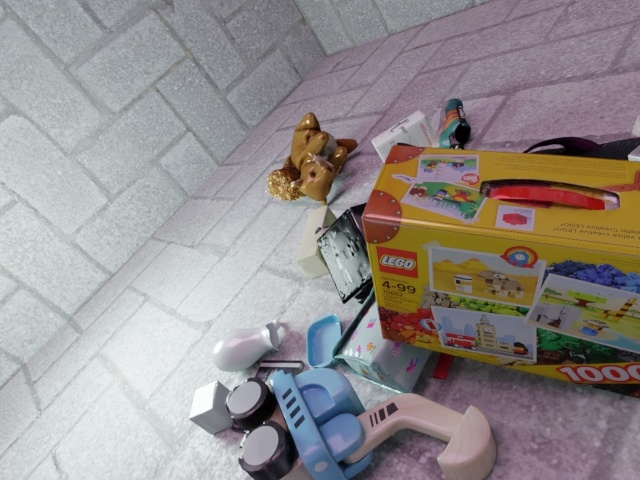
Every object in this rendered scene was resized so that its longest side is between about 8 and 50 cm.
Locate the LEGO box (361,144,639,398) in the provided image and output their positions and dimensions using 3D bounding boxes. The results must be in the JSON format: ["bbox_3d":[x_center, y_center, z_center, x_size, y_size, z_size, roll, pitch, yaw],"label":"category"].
[{"bbox_3d":[0.355,0.054,0.764,0.500,0.372,0.193,9,51,22],"label":"LEGO box"}]

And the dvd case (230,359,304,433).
[{"bbox_3d":[-0.148,0.440,1.264,0.164,0.018,0.221,-12,40,38],"label":"dvd case"}]

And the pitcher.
[{"bbox_3d":[-0.227,0.325,1.419,0.207,0.125,0.178,-24,9,9],"label":"pitcher"}]

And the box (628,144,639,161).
[{"bbox_3d":[0.737,-0.117,0.916,0.103,0.203,0.114,-39,29,-3],"label":"box"}]

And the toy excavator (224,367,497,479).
[{"bbox_3d":[0.068,0.395,0.947,0.445,0.222,0.433,-32,32,-8],"label":"toy excavator"}]

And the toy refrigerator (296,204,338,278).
[{"bbox_3d":[0.000,0.000,1.614,0.094,0.102,0.269,-20,35,27],"label":"toy refrigerator"}]

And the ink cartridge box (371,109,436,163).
[{"bbox_3d":[0.329,-0.369,1.709,0.218,0.158,0.092,-30,31,12],"label":"ink cartridge box"}]

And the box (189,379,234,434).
[{"bbox_3d":[-0.307,0.482,1.288,0.087,0.101,0.102,-27,32,16],"label":"box"}]

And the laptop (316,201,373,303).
[{"bbox_3d":[0.147,0.023,1.329,0.264,0.136,0.234,-46,54,34],"label":"laptop"}]

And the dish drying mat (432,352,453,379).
[{"bbox_3d":[0.288,0.284,1.035,0.032,0.008,0.083,-2,45,43],"label":"dish drying mat"}]

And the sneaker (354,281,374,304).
[{"bbox_3d":[0.178,0.119,1.322,0.089,0.051,0.170,8,56,44],"label":"sneaker"}]

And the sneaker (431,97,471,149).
[{"bbox_3d":[0.508,-0.421,1.656,0.121,0.108,0.302,-6,51,40],"label":"sneaker"}]

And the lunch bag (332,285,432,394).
[{"bbox_3d":[0.151,0.234,1.102,0.223,0.160,0.262,-54,17,-19],"label":"lunch bag"}]

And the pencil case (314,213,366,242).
[{"bbox_3d":[0.190,-0.063,1.446,0.410,0.160,0.183,-30,38,14],"label":"pencil case"}]

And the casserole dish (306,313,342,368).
[{"bbox_3d":[0.016,0.292,1.275,0.114,0.037,0.188,-27,33,16],"label":"casserole dish"}]

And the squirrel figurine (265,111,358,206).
[{"bbox_3d":[-0.047,-0.293,1.958,0.397,0.281,0.370,-34,39,34],"label":"squirrel figurine"}]

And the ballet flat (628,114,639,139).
[{"bbox_3d":[0.871,-0.314,1.160,0.221,0.079,0.077,-44,34,-10],"label":"ballet flat"}]

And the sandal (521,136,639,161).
[{"bbox_3d":[0.666,-0.225,1.209,0.446,0.107,0.167,-4,45,51],"label":"sandal"}]

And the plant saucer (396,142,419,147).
[{"bbox_3d":[0.374,-0.225,1.402,0.310,0.310,0.050,-115,42,-59],"label":"plant saucer"}]
